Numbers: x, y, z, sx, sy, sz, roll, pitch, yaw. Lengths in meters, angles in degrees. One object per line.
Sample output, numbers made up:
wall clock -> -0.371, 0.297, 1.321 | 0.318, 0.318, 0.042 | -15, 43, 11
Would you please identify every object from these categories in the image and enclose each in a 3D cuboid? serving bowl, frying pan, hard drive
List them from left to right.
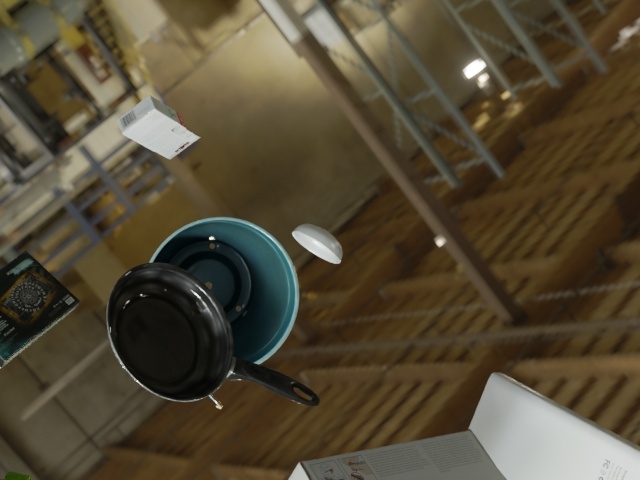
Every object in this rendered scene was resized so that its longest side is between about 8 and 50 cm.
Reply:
frying pan -> -0.154, 0.132, 1.683 | 0.326, 0.197, 0.053 | 10, 149, -40
serving bowl -> 0.000, 0.000, 1.820 | 0.027, 0.083, 0.083 | -57, -163, -12
hard drive -> 0.339, 0.346, 1.759 | 0.040, 0.307, 0.203 | 7, 106, -53

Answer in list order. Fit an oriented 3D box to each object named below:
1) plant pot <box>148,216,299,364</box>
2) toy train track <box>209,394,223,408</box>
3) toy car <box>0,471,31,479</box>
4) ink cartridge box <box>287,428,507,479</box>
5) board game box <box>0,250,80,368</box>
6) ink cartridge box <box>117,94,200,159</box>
plant pot -> -0.192, 0.092, 2.236 | 0.271, 0.272, 0.255 | -40, -172, -7
toy train track -> -0.205, 0.267, 2.177 | 0.014, 0.083, 0.048 | -43, -176, 13
toy car -> -0.431, 0.352, 1.410 | 0.149, 0.155, 0.188 | 131, -31, -84
ink cartridge box -> 0.063, 0.401, 1.628 | 0.309, 0.130, 0.272 | -2, 133, -41
board game box -> -0.488, 0.106, 1.969 | 0.026, 0.126, 0.186 | -50, 176, 41
ink cartridge box -> -0.229, -0.159, 1.759 | 0.063, 0.029, 0.115 | -34, 151, 17
